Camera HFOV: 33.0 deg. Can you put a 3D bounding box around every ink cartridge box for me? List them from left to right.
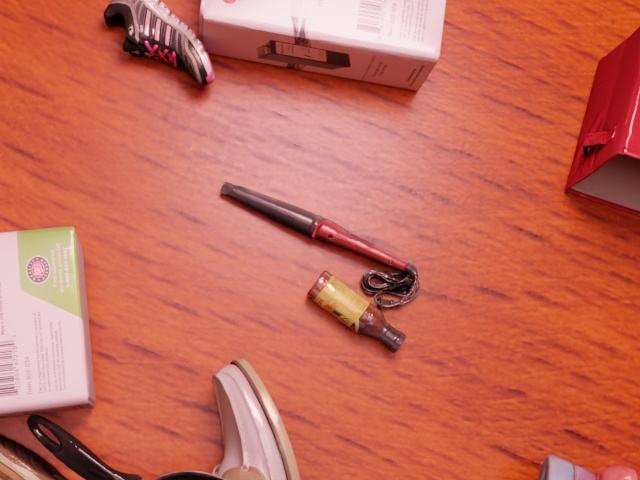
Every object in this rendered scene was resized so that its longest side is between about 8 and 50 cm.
[{"bbox_3d":[-0.399,0.102,1.201,0.273,0.115,0.198,-5,79,-9],"label":"ink cartridge box"},{"bbox_3d":[0.006,-0.323,1.335,0.289,0.121,0.211,10,78,-5],"label":"ink cartridge box"}]

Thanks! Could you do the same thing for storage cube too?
[{"bbox_3d":[0.436,-0.141,1.324,0.215,0.183,0.193,19,77,-3],"label":"storage cube"}]

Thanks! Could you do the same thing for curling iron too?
[{"bbox_3d":[0.000,0.000,1.314,0.274,0.035,0.068,31,76,-1],"label":"curling iron"}]

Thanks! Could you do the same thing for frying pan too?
[{"bbox_3d":[-0.180,0.319,1.169,0.326,0.053,0.197,15,104,19],"label":"frying pan"}]

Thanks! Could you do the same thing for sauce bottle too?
[{"bbox_3d":[0.045,0.088,1.299,0.128,0.042,0.042,37,77,2],"label":"sauce bottle"}]

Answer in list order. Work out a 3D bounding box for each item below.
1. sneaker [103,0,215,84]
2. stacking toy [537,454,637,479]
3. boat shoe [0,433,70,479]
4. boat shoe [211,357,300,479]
[{"bbox_3d":[-0.201,-0.243,1.324,0.075,0.063,0.170,-42,82,-13],"label":"sneaker"},{"bbox_3d":[0.247,0.379,1.158,0.130,0.279,0.308,13,79,7],"label":"stacking toy"},{"bbox_3d":[-0.322,0.286,1.204,0.190,0.068,0.072,35,88,0],"label":"boat shoe"},{"bbox_3d":[-0.078,0.286,1.208,0.103,0.113,0.302,-16,82,-16],"label":"boat shoe"}]
